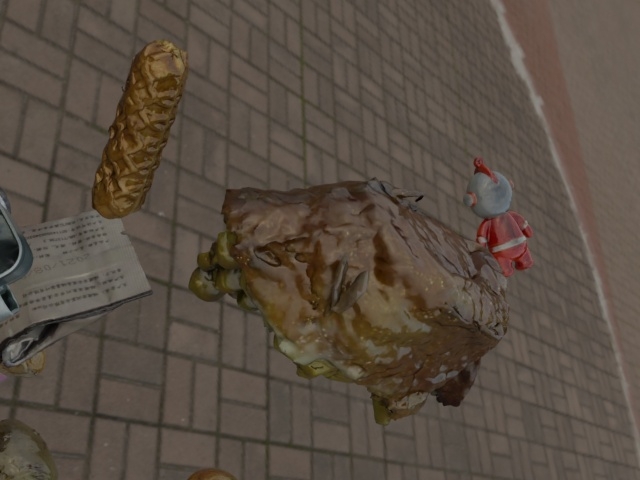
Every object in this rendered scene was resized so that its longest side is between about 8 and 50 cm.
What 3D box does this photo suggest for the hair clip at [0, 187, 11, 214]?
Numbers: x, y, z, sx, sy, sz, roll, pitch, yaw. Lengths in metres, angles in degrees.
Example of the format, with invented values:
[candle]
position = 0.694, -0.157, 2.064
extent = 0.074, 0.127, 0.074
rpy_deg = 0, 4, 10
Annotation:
[hair clip]
position = -0.559, -0.037, 1.182
extent = 0.172, 0.116, 0.049
rpy_deg = 44, 22, 18

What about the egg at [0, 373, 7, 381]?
[egg]
position = -0.748, 0.227, 1.512
extent = 0.196, 0.271, 0.196
rpy_deg = 7, 75, -27

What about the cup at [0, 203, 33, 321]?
[cup]
position = -0.327, 0.019, 0.659
extent = 0.095, 0.129, 0.128
rpy_deg = -30, 92, -15

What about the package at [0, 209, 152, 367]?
[package]
position = -0.382, 0.054, 0.964
extent = 0.204, 0.250, 0.062
rpy_deg = 56, -15, 36

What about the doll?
[doll]
position = 0.351, -0.049, 1.382
extent = 0.142, 0.076, 0.245
rpy_deg = -20, 88, -26

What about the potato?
[potato]
position = -0.656, 0.502, 1.494
extent = 0.165, 0.165, 0.262
rpy_deg = 26, 25, -43

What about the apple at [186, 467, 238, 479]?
[apple]
position = -0.198, 0.461, 1.216
extent = 0.102, 0.126, 0.126
rpy_deg = 49, 39, -24

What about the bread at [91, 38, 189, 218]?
[bread]
position = -0.147, -0.087, 0.561
extent = 0.044, 0.157, 0.052
rpy_deg = 27, 23, 2

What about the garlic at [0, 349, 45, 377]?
[garlic]
position = -0.520, 0.191, 1.170
extent = 0.113, 0.074, 0.094
rpy_deg = 47, 8, -39

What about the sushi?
[sushi]
position = 0.032, 0.046, 0.509
extent = 0.296, 0.179, 0.167
rpy_deg = 15, 39, -59
